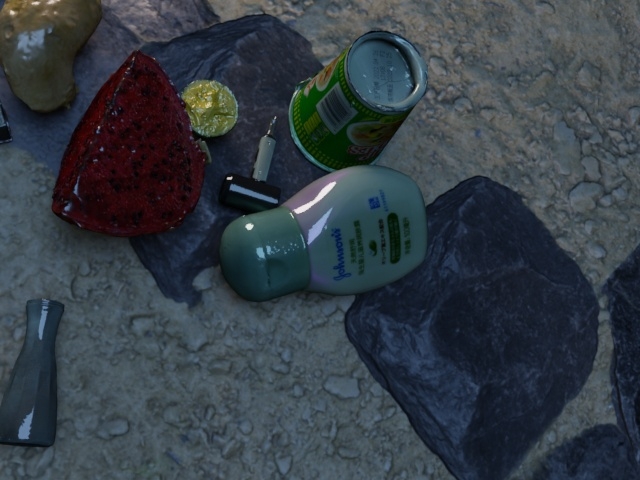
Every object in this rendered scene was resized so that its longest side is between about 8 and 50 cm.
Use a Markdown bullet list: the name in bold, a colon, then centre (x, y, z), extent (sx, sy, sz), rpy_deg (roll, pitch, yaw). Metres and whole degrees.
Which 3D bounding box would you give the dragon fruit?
- **dragon fruit**: centre (-0.304, -0.111, 1.285), extent (0.205, 0.152, 0.317), rpy_deg (34, 59, -30)

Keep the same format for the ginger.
- **ginger**: centre (-0.441, -0.334, 1.285), extent (0.137, 0.152, 0.267), rpy_deg (11, 77, 14)

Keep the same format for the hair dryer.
- **hair dryer**: centre (-0.108, -0.138, 1.403), extent (0.100, 0.057, 0.198), rpy_deg (20, 63, -14)

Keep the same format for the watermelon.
- **watermelon**: centre (-0.198, -0.222, 1.378), extent (0.105, 0.062, 0.106), rpy_deg (6, 76, -25)

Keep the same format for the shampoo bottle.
- **shampoo bottle**: centre (0.000, 0.000, 1.336), extent (0.349, 0.151, 0.222), rpy_deg (-14, 116, -20)

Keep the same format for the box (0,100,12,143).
- **box**: centre (-0.535, -0.184, 1.254), extent (0.084, 0.063, 0.060), rpy_deg (-14, 84, -21)

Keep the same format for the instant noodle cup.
- **instant noodle cup**: centre (0.069, -0.247, 1.383), extent (0.206, 0.232, 0.207), rpy_deg (4, 75, -17)

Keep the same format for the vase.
- **vase**: centre (-0.428, 0.196, 1.195), extent (0.086, 0.086, 0.214), rpy_deg (8, 70, -17)
